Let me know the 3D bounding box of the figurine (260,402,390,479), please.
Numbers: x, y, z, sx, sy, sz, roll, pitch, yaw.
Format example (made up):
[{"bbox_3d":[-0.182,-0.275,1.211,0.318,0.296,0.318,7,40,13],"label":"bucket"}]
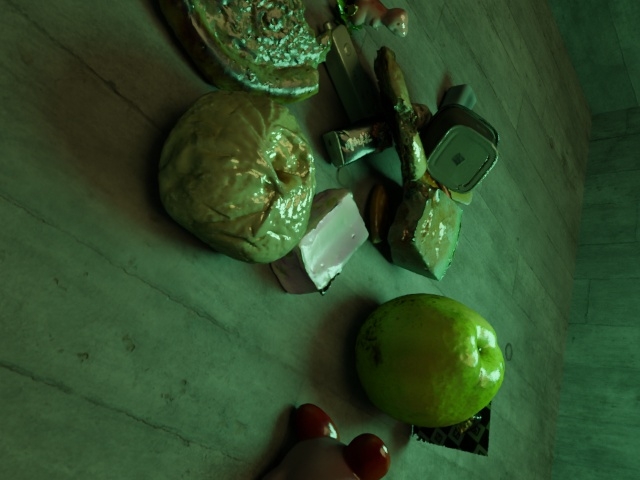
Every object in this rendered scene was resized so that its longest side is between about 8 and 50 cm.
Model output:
[{"bbox_3d":[0.017,0.552,1.224,0.261,0.270,0.211,-51,130,-28],"label":"figurine"}]

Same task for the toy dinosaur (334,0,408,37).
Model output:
[{"bbox_3d":[0.136,-0.632,1.504,0.152,0.177,0.194,-38,114,-46],"label":"toy dinosaur"}]

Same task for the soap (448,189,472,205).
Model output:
[{"bbox_3d":[0.436,-0.215,1.899,0.258,0.080,0.160,9,81,-49],"label":"soap"}]

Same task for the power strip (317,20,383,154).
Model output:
[{"bbox_3d":[0.094,-0.422,1.526,0.091,0.062,0.385,-52,126,-42],"label":"power strip"}]

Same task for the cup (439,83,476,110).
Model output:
[{"bbox_3d":[0.503,-0.479,1.992,0.128,0.095,0.129,54,52,-35],"label":"cup"}]

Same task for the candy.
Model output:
[{"bbox_3d":[0.000,0.000,1.336,0.265,0.116,0.155,-49,122,-40],"label":"candy"}]

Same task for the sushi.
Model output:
[{"bbox_3d":[0.365,0.478,1.612,0.050,0.290,0.263,15,77,-34],"label":"sushi"}]

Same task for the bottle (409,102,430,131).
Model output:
[{"bbox_3d":[0.297,-0.388,1.736,0.152,0.099,0.098,-27,107,-58],"label":"bottle"}]

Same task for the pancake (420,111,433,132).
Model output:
[{"bbox_3d":[0.348,-0.376,1.808,0.017,0.108,0.108,2,84,-11],"label":"pancake"}]

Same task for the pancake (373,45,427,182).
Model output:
[{"bbox_3d":[0.217,-0.342,1.501,0.382,0.071,0.382,-15,90,-84],"label":"pancake"}]

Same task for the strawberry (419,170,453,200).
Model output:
[{"bbox_3d":[0.346,-0.141,1.781,0.192,0.085,0.140,36,87,-10],"label":"strawberry"}]

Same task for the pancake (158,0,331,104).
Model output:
[{"bbox_3d":[-0.134,-0.449,1.178,0.305,0.067,0.427,-51,130,-8],"label":"pancake"}]

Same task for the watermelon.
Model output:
[{"bbox_3d":[0.292,-0.052,1.626,0.302,0.151,0.264,41,64,-49],"label":"watermelon"}]

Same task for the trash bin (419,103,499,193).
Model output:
[{"bbox_3d":[0.406,-0.265,1.620,0.220,0.219,0.250,32,24,-3],"label":"trash bin"}]

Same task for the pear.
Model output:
[{"bbox_3d":[0.299,0.319,1.474,0.391,0.391,0.390,6,83,-50],"label":"pear"}]

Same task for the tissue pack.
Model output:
[{"bbox_3d":[0.102,-0.270,1.465,0.170,0.090,0.103,-26,110,-22],"label":"tissue pack"}]

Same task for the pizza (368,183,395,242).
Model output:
[{"bbox_3d":[0.190,-0.071,1.632,0.176,0.036,0.184,19,67,-57],"label":"pizza"}]

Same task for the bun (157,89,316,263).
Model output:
[{"bbox_3d":[-0.134,-0.122,1.095,0.349,0.227,0.352,-13,102,-52],"label":"bun"}]
